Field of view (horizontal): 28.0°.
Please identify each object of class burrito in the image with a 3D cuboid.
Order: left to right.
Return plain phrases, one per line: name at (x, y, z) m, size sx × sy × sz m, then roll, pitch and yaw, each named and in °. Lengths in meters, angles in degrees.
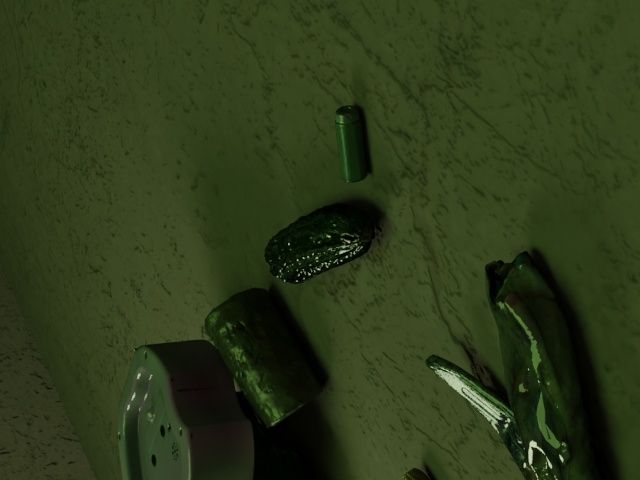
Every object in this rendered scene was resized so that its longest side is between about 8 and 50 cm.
burrito at (0.216, 0.161, 1.206) m, size 0.096 × 0.066 × 0.309 m, roll 10°, pitch 117°, yaw 66°

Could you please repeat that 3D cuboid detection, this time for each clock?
clock at (-0.205, 0.319, 1.897) m, size 0.338 × 0.102 × 0.338 m, roll 178°, pitch 90°, yaw -65°

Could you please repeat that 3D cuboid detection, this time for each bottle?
bottle at (0.033, -0.106, 1.413) m, size 0.030 × 0.030 × 0.083 m, roll 37°, pitch 142°, yaw 51°

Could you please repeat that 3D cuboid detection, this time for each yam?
yam at (-0.076, 0.170, 1.808) m, size 0.194 × 0.107 × 0.107 m, roll 57°, pitch 155°, yaw 23°

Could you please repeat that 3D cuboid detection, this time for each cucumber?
cucumber at (-0.001, -0.001, 1.540) m, size 0.077 × 0.077 × 0.265 m, roll 66°, pitch 155°, yaw 3°

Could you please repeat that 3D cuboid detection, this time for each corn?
corn at (0.132, 0.320, 1.573) m, size 0.092 × 0.037 × 0.037 m, roll 56°, pitch 155°, yaw 23°

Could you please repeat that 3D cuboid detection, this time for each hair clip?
hair clip at (0.192, 0.199, 1.331) m, size 0.229 × 0.036 × 0.066 m, roll 49°, pitch 155°, yaw 24°

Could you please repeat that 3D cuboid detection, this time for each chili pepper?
chili pepper at (-0.101, 0.373, 1.992) m, size 0.385 × 0.167 × 0.213 m, roll 66°, pitch 145°, yaw 38°
